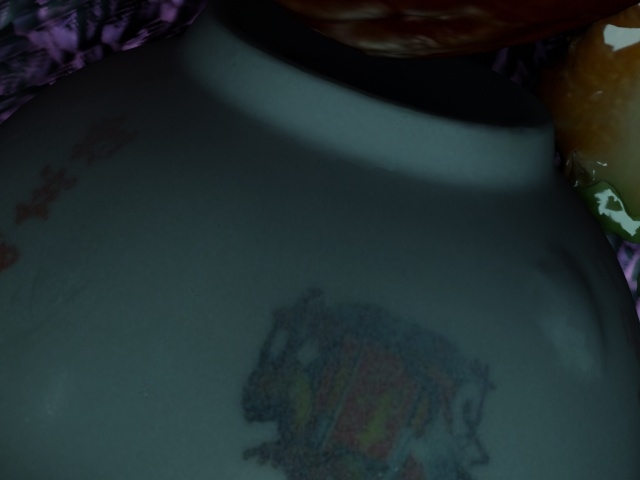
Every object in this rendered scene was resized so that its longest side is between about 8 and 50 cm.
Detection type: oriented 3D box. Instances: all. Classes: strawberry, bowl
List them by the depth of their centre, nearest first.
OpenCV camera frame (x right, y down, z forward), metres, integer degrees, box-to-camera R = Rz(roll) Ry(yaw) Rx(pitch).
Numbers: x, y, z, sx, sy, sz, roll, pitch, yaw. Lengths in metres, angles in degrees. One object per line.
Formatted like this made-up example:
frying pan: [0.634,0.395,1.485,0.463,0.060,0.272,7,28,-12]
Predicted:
bowl: [0.000,0.000,0.640,0.345,0.345,0.157,15,109,-11]
strawberry: [0.164,-0.069,0.689,0.140,0.085,0.192,-3,127,15]

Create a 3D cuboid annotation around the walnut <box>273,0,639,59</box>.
walnut: [0.047,-0.185,0.523,0.269,0.221,0.244,-22,96,34]
